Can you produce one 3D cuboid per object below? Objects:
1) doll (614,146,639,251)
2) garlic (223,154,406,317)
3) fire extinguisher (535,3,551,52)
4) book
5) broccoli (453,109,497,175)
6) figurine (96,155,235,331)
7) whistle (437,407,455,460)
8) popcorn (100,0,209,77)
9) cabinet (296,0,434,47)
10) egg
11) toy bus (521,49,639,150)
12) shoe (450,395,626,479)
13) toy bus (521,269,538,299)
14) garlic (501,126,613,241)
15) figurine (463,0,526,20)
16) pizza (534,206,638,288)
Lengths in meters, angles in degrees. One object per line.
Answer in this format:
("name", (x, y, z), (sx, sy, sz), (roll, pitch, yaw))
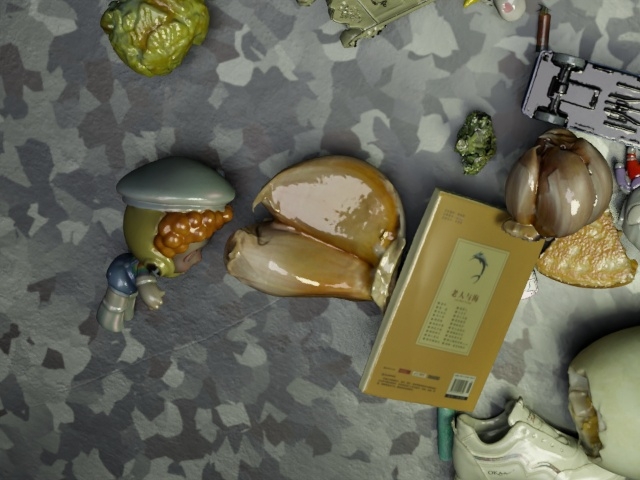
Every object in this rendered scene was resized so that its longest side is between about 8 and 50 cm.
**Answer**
("doll", (0.581, -0.055, 1.786), (0.102, 0.075, 0.227), (-2, 82, 6))
("garlic", (0.000, 0.000, 1.800), (0.313, 0.249, 0.286), (15, 125, 7))
("fire extinguisher", (0.392, -0.374, 1.764), (0.028, 0.022, 0.083), (11, 107, 34))
("book", (0.243, 0.117, 1.792), (0.269, 0.032, 0.388), (16, 100, -30))
("broccoli", (0.277, -0.175, 1.792), (0.097, 0.092, 0.095), (-40, 77, 29))
("figurine", (-0.321, 0.010, 1.827), (0.205, 0.224, 0.381), (36, 105, -1))
("whistle", (0.245, 0.339, 1.952), (0.039, 0.039, 0.186), (-1, 105, 6))
("popcorn", (-0.303, -0.384, 1.756), (0.212, 0.198, 0.198), (29, 108, 33))
("cabinet", (0.109, -0.495, 1.598), (0.318, 0.290, 0.227), (-24, 81, 13))
("egg", (0.622, 0.285, 1.780), (0.336, 0.278, 0.278), (-9, 103, 4))
("toy bus", (0.502, -0.235, 1.733), (0.292, 0.133, 0.125), (16, 100, 4))
("shoe", (0.408, 0.397, 1.902), (0.342, 0.132, 0.210), (-8, 106, 11))
("toy bus", (0.369, 0.044, 1.866), (0.052, 0.037, 0.130), (-18, 101, 5))
("garlic", (0.424, -0.094, 1.711), (0.160, 0.214, 0.191), (37, 130, 33))
("figurine", (0.328, -0.448, 1.725), (0.178, 0.109, 0.129), (-37, 73, 14))
("pizza", (0.493, -0.012, 1.829), (0.188, 0.062, 0.198), (11, 97, 17))
